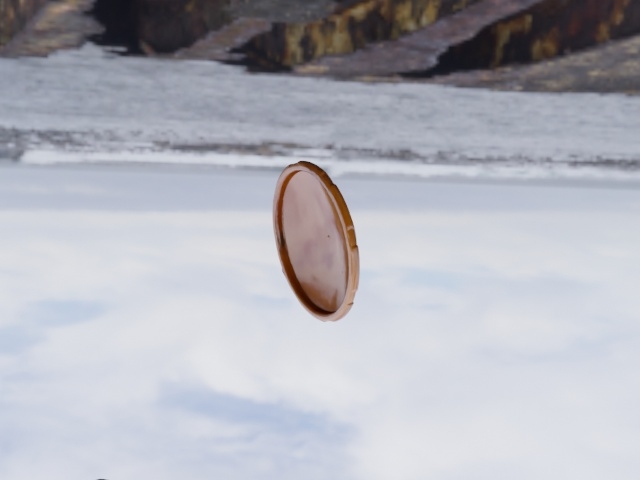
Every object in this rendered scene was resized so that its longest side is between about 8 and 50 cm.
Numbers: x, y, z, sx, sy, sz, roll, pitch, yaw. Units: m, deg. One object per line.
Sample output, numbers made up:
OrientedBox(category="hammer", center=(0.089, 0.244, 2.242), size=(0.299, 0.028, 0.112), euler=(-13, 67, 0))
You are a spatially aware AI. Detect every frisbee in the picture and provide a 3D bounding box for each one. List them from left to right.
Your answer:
OrientedBox(category="frisbee", center=(0.000, 0.000, 1.108), size=(0.035, 0.192, 0.192), euler=(-13, -169, -27))

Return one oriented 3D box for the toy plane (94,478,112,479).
OrientedBox(category="toy plane", center=(-0.118, 0.135, 0.270), size=(0.171, 0.162, 0.065), euler=(23, 180, -11))
